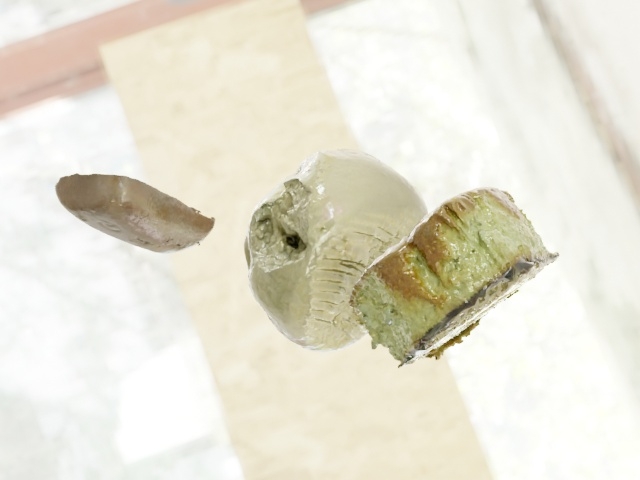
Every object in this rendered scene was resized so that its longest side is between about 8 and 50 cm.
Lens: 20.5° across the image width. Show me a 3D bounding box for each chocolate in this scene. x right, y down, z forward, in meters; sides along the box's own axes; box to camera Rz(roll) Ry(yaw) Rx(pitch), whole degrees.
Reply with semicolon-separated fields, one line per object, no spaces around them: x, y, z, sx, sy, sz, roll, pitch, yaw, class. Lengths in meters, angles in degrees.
-0.119;-0.012;1.122;0.101;0.065;0.031;29;66;-49;chocolate

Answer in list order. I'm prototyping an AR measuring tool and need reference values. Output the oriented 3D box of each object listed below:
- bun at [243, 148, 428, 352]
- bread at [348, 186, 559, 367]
0.000;0.000;1.567;0.128;0.178;0.193;37;5;28;bun
0.084;0.026;1.159;0.069;0.128;0.140;51;18;11;bread
